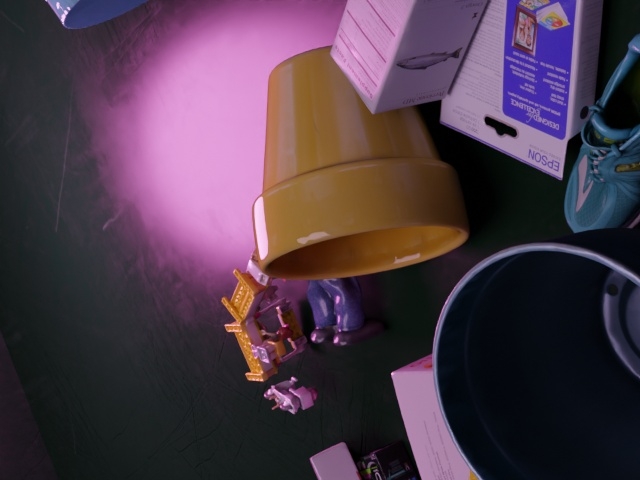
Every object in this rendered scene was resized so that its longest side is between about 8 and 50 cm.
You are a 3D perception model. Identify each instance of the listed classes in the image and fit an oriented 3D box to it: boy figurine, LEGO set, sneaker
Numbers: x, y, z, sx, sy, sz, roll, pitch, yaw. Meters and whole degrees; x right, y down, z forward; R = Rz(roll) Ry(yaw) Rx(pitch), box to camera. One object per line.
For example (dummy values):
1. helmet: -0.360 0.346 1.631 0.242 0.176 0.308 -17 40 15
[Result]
1. boy figurine: 0.000 0.000 1.703 0.177 0.092 0.285 -2 104 56
2. LEGO set: -0.063 0.104 1.810 0.132 0.107 0.287 25 133 44
3. sneaker: 0.293 -0.107 1.213 0.107 0.110 0.275 50 142 31

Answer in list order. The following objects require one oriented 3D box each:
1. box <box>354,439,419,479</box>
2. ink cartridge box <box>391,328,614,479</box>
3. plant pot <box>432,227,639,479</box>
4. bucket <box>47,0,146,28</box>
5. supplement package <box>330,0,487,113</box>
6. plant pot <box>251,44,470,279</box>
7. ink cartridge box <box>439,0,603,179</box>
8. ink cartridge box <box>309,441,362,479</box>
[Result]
1. box: 0.098 0.335 1.765 0.062 0.052 0.083 -35 78 57
2. ink cartridge box: 0.228 0.197 1.401 0.233 0.171 0.168 -11 96 56
3. plant pot: 0.289 0.105 1.167 0.272 0.255 0.271 13 112 37
4. bucket: -0.304 -0.437 1.761 0.281 0.281 0.183 -28 91 56
5. supplement package: 0.097 -0.243 1.354 0.105 0.105 0.179 57 148 29
6. plant pot: 0.035 -0.096 1.491 0.254 0.254 0.239 -30 65 56
7. ink cartridge box: 0.211 -0.196 1.338 0.206 0.045 0.208 34 131 47
8. ink cartridge box: 0.028 0.350 1.816 0.135 0.056 0.099 96 149 -79
